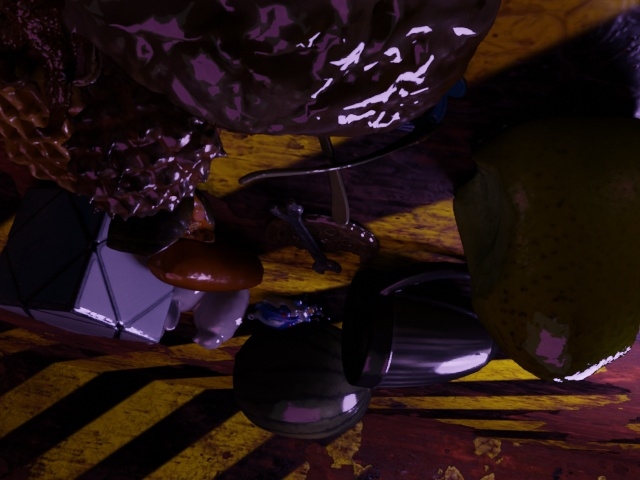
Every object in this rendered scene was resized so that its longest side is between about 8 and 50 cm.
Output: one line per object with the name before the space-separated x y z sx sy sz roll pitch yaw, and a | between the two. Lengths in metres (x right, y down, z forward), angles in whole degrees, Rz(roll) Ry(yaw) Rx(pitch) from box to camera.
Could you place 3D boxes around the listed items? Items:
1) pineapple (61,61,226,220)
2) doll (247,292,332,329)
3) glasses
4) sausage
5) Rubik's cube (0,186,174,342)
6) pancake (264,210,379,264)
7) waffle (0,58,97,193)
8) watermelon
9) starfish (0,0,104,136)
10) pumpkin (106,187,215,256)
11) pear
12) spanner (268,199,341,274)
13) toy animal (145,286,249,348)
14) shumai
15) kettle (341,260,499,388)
pineapple | -0.197 -0.094 0.637 0.166 0.166 0.193 25 128 -29
doll | -0.073 0.157 1.290 0.195 0.070 0.096 -9 127 22
glasses | 0.004 -0.123 0.548 0.239 0.207 0.102 37 180 -37
sausage | -0.190 0.043 1.004 0.098 0.098 0.238 -5 173 32
Rubik's cube | -0.375 0.042 0.974 0.205 0.205 0.207 1 157 28
pancake | 0.000 0.000 0.968 0.190 0.020 0.184 -2 154 26
waffle | -0.342 -0.141 0.746 0.229 0.057 0.219 3 150 25
watermelon | -0.054 0.322 1.387 0.359 0.279 0.279 -2 153 20
starfish | -0.263 -0.188 0.547 0.146 0.074 0.190 7 131 20
pumpkin | -0.226 -0.041 0.859 0.119 0.107 0.183 4 -173 15
pear | 0.242 0.025 0.656 0.159 0.292 0.292 0 155 2
spanner | -0.019 0.001 0.936 0.054 0.015 0.254 3 155 20
toy animal | -0.246 0.125 1.153 0.193 0.178 0.127 21 152 -26
shumai | 0.013 -0.198 0.287 0.283 0.217 0.346 -14 140 44
kettle | 0.192 0.146 1.049 0.271 0.250 0.207 8 -173 -10
